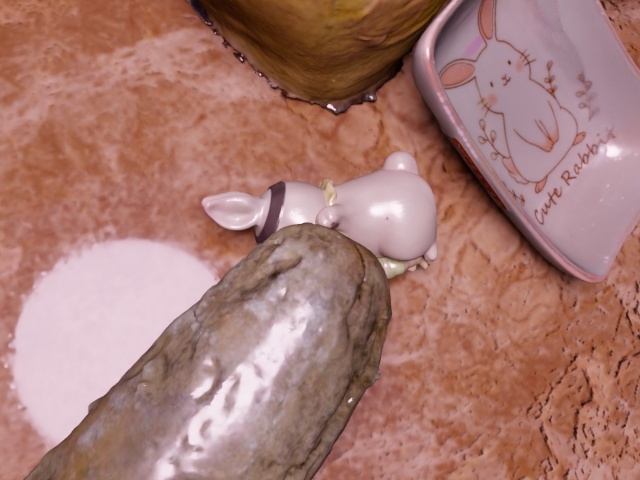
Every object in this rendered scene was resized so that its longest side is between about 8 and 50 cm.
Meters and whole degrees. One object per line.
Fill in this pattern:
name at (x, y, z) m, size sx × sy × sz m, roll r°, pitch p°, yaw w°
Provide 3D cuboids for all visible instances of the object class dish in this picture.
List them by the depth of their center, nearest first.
dish at (0.153, -0.090, 0.463) m, size 0.151 × 0.077 × 0.212 m, roll -47°, pitch 110°, yaw -15°

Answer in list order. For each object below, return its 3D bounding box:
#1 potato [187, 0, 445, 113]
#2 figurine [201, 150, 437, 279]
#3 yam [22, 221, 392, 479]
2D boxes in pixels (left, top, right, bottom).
potato at (0.015, -0.219, 0.389) m, size 0.229 × 0.266 × 0.229 m, roll 2°, pitch 81°, yaw -14°
figurine at (0.003, 0.002, 0.431) m, size 0.146 × 0.081 × 0.098 m, roll -13°, pitch 82°, yaw -14°
yam at (-0.081, 0.128, 0.347) m, size 0.133 × 0.133 × 0.330 m, roll 39°, pitch 82°, yaw -2°
